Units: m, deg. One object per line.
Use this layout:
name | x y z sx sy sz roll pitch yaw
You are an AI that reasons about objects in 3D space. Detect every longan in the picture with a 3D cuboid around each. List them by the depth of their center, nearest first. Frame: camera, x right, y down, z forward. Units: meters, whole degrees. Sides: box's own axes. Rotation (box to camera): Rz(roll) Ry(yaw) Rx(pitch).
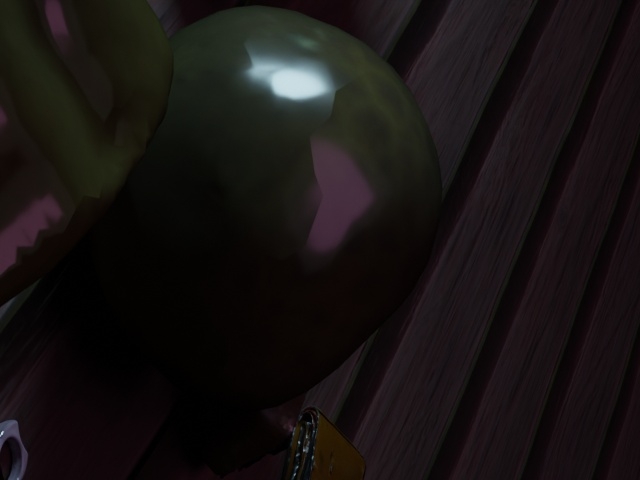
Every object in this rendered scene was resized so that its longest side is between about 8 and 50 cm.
longan | -0.052 -0.037 1.563 0.404 0.336 0.404 4 90 -70

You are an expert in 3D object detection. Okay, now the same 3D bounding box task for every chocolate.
chocolate | -0.067 0.134 1.734 0.083 0.161 0.261 39 41 -16

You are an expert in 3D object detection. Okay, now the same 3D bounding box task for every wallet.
wallet | -0.002 0.318 1.919 0.161 0.042 0.195 55 39 -50

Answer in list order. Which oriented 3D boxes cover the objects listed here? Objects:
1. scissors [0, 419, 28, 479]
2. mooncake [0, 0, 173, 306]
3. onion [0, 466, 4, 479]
scissors | -0.302 0.253 1.386 0.110 0.021 0.212 39 53 -57
mooncake | -0.333 -0.091 0.953 0.262 0.467 0.467 62 35 -25
onion | -0.333 0.216 1.112 0.314 0.232 0.313 9 80 -61
